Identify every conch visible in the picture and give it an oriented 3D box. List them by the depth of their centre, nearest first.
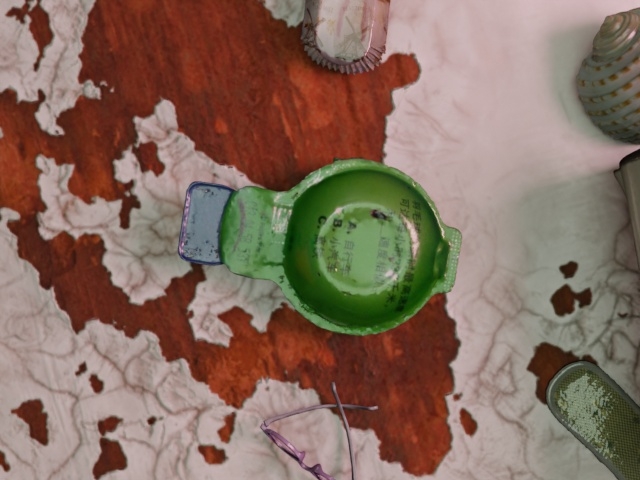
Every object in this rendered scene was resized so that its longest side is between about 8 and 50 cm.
[{"bbox_3d":[0.358,-0.183,0.848,0.135,0.102,0.153,-37,87,16],"label":"conch"}]

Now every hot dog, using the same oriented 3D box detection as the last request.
[{"bbox_3d":[0.034,-0.293,0.887,0.108,0.059,0.191,9,90,2],"label":"hot dog"}]

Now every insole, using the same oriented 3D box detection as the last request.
[{"bbox_3d":[0.394,0.264,0.878,0.322,0.007,0.109,44,91,3],"label":"insole"}]

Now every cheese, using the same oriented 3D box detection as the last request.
[{"bbox_3d":[0.000,0.000,0.868,0.320,0.083,0.203,9,91,1],"label":"cheese"}]

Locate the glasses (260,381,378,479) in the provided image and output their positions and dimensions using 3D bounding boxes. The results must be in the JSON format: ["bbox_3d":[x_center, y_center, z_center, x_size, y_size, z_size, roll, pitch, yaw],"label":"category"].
[{"bbox_3d":[0.011,0.224,0.891,0.140,0.062,0.104,37,69,3],"label":"glasses"}]

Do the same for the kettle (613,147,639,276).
[{"bbox_3d":[0.486,0.059,0.722,0.250,0.361,0.376,-7,84,-37],"label":"kettle"}]
